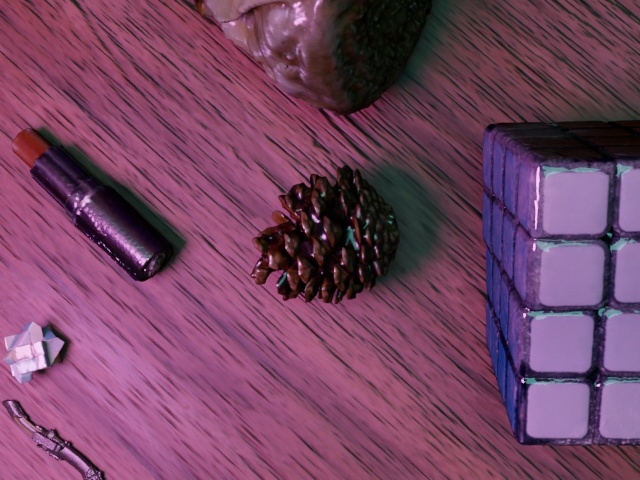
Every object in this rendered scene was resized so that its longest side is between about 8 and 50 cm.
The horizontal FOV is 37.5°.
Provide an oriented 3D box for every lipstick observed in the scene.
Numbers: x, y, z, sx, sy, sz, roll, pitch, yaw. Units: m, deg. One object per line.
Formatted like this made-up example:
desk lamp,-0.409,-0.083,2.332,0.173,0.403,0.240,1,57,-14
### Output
lipstick,-0.344,-0.058,1.397,0.300,0.081,0.081,41,90,10

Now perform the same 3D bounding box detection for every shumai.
shumai,-0.032,-0.391,1.306,0.348,0.395,0.394,19,87,27

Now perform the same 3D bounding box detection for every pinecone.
pinecone,0.004,-0.003,1.319,0.205,0.184,0.179,-15,110,27

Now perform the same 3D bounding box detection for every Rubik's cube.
Rubik's cube,-0.425,0.162,1.388,0.084,0.073,0.075,-33,84,3
Rubik's cube,0.387,0.034,1.159,0.344,0.344,0.337,-1,103,3

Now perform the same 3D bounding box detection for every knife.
knife,-0.390,0.309,1.400,0.222,0.021,0.045,45,93,6
